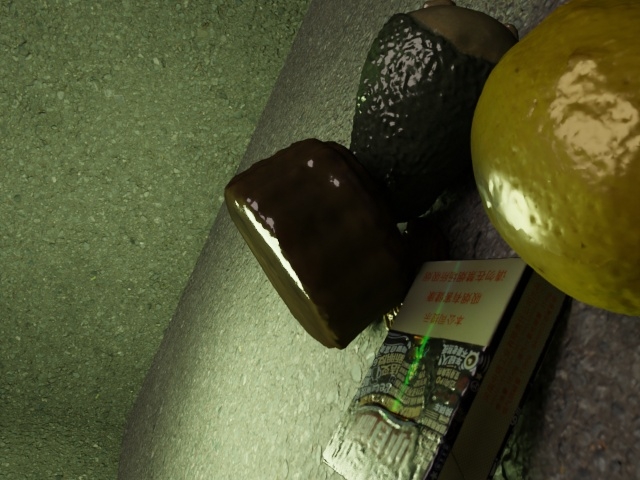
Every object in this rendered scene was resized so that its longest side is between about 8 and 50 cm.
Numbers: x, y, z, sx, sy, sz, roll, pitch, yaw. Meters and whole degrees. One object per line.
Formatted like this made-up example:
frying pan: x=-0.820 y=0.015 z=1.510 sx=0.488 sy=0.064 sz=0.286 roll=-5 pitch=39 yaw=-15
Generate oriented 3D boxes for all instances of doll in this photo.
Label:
doll: x=0.163 y=-0.192 z=0.842 sx=0.247 sy=0.248 sz=0.349 roll=-105 pitch=31 yaw=-55

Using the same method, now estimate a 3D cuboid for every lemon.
lemon: x=0.262 y=-0.072 z=0.452 sx=0.260 sy=0.261 sz=0.284 roll=-65 pitch=24 yaw=11

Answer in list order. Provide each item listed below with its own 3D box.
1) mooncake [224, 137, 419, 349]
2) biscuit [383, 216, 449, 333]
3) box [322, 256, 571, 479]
mooncake: x=-0.001 y=-0.001 z=0.830 sx=0.187 sy=0.323 sz=0.324 roll=-34 pitch=19 yaw=-11
biscuit: x=0.150 y=0.060 z=0.885 sx=0.176 sy=0.031 sz=0.228 roll=-48 pitch=31 yaw=39
box: x=0.145 y=0.170 z=0.637 sx=0.310 sy=0.084 sz=0.198 roll=-59 pitch=19 yaw=-16
